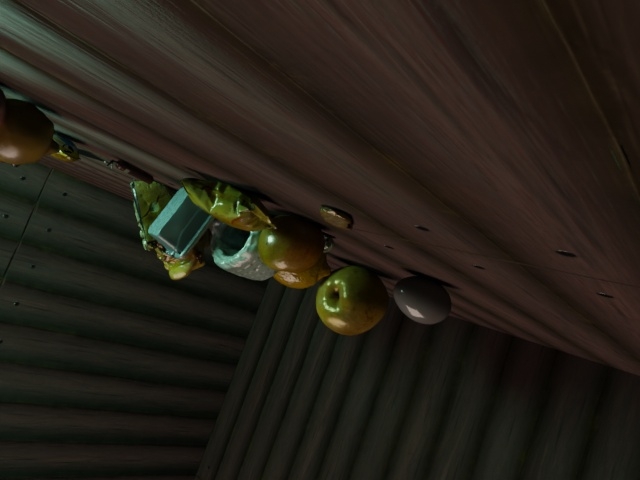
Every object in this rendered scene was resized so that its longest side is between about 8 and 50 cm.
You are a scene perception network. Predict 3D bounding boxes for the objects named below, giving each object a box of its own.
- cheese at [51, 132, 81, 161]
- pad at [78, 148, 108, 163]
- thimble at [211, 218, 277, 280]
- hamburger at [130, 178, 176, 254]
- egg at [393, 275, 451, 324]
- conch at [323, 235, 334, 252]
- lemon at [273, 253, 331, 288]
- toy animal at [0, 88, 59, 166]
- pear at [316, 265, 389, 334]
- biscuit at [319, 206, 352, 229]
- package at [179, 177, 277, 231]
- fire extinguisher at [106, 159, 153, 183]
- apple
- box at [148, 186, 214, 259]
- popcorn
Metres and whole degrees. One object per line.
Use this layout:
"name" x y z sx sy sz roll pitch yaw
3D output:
"cheese" -0.783 -0.287 1.356 0.250 0.064 0.156 28 176 25
"pad" -0.821 -0.302 1.605 0.193 0.004 0.116 19 173 18
"thimble" -0.227 0.009 1.461 0.250 0.205 0.172 12 171 45
"hamburger" -0.582 -0.090 1.732 0.192 0.288 0.167 -14 -170 -31
"egg" 0.330 0.192 1.539 0.198 0.146 0.146 28 172 -10
"conch" -0.002 0.004 1.415 0.076 0.057 0.085 39 164 -30
"lemon" -0.081 0.065 1.565 0.244 0.187 0.187 23 174 6
"toy animal" -0.698 -0.253 1.003 0.169 0.195 0.281 -25 150 18
"pear" 0.135 0.251 1.994 0.314 0.314 0.314 20 174 2
"biscuit" 0.036 -0.047 1.034 0.071 0.018 0.147 22 175 10
"package" -0.222 -0.087 1.167 0.226 0.090 0.168 20 172 25
"fire extinguisher" -0.592 -0.221 1.470 0.049 0.035 0.173 59 -169 24
"apple" -0.084 0.015 1.298 0.182 0.155 0.182 22 172 3
"box" -0.421 -0.059 1.480 0.130 0.227 0.162 43 163 -29
"popcorn" -0.578 -0.013 1.972 0.280 0.297 0.316 4 -157 11
